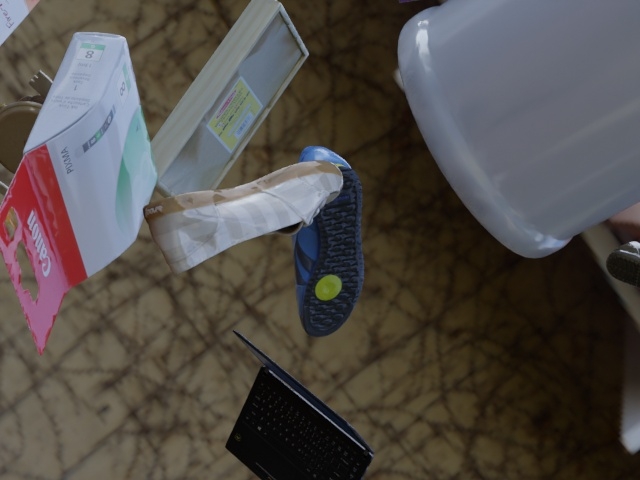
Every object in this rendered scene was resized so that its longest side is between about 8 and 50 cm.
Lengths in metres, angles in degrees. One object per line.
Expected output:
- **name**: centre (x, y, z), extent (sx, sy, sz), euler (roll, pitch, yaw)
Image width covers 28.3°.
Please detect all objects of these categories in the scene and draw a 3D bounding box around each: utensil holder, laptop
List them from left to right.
- **laptop**: centre (-0.053, 0.290, 1.876), extent (0.234, 0.137, 0.264), euler (37, -63, 26)
- **utensil holder**: centre (0.337, -0.204, 1.424), extent (0.328, 0.386, 0.327), euler (39, 35, -35)

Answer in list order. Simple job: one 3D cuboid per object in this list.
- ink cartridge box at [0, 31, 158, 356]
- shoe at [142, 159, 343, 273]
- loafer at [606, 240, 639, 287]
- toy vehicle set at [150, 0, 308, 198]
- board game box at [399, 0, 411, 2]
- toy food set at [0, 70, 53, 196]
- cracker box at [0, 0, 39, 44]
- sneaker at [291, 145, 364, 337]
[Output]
- **ink cartridge box**: centre (-0.203, -0.038, 1.089), extent (0.181, 0.056, 0.224), euler (85, 12, -50)
- **shoe**: centre (-0.056, -0.020, 1.050), extent (0.077, 0.219, 0.058), euler (-24, -96, 42)
- **loafer**: centre (0.405, 0.038, 1.462), extent (0.148, 0.050, 0.056), euler (26, -39, 11)
- **toy vehicle set**: centre (-0.118, -0.163, 1.577), extent (0.035, 0.266, 0.166), euler (33, -6, 17)
- **board game box**: centre (0.248, -0.420, 1.574), extent (0.056, 0.347, 0.208), euler (-41, 124, -63)
- **toy food set**: centre (-0.401, -0.144, 1.765), extent (0.132, 0.192, 0.038), euler (44, 27, -18)
- **cracker box**: centre (-0.493, -0.324, 1.719), extent (0.067, 0.232, 0.155), euler (-8, -52, 33)
- **sneaker**: centre (0.000, 0.000, 1.359), extent (0.082, 0.069, 0.209), euler (-138, -136, -55)
